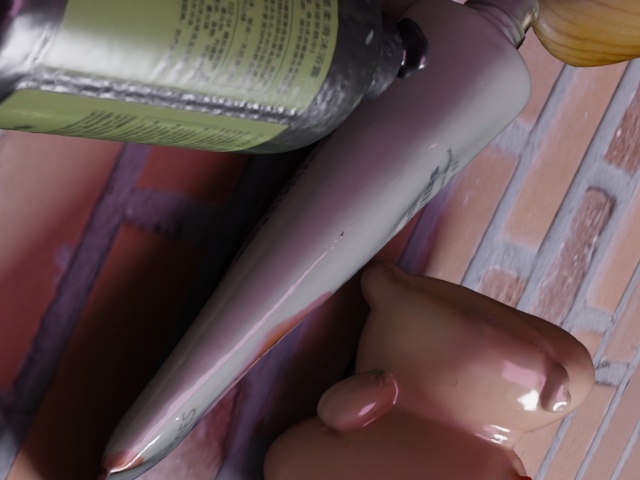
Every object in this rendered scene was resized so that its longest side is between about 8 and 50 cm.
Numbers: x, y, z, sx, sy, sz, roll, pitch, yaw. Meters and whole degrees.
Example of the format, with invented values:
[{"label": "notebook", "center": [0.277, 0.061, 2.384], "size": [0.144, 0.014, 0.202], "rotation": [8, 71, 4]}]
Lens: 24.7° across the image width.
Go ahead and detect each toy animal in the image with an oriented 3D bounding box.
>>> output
[{"label": "toy animal", "center": [0.064, 0.125, 0.821], "size": [0.171, 0.171, 0.198], "rotation": [27, 83, -58]}]

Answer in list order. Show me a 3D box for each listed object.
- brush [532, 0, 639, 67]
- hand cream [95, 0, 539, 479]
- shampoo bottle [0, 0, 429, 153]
[{"label": "brush", "center": [0.197, -0.218, 0.754], "size": [0.266, 0.174, 0.166], "rotation": [-44, 134, 1]}, {"label": "hand cream", "center": [0.000, 0.000, 0.693], "size": [0.341, 0.078, 0.124], "rotation": [-52, 179, -17]}, {"label": "shampoo bottle", "center": [-0.047, -0.084, 0.546], "size": [0.284, 0.101, 0.101], "rotation": [2, 112, -55]}]
